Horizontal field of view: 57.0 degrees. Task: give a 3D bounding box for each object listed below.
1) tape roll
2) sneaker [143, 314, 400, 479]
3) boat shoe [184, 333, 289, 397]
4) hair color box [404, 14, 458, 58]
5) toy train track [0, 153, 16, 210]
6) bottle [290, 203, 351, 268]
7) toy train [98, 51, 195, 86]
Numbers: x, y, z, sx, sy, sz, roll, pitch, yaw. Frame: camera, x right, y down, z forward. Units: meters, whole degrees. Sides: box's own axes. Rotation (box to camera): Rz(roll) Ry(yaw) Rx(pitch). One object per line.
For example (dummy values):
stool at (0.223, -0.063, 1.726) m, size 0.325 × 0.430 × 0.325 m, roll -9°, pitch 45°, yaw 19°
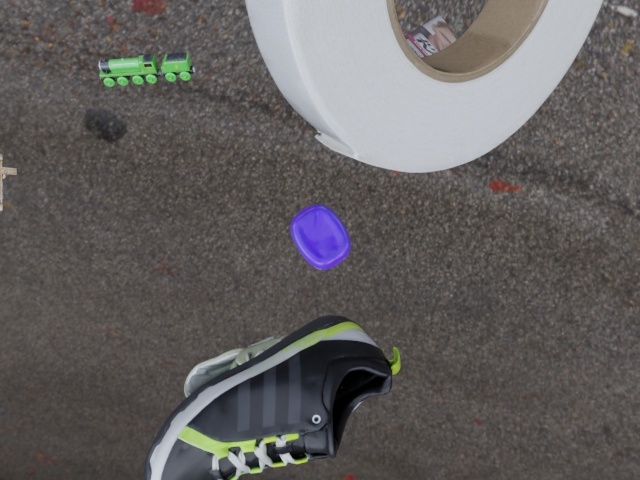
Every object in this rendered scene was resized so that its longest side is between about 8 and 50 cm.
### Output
tape roll at (0.116, -0.249, 0.512) m, size 0.072 × 0.392 × 0.392 m, roll 39°, pitch 154°, yaw 45°
sneaker at (-0.032, 0.147, 0.483) m, size 0.097 × 0.235 × 0.084 m, roll 35°, pitch 151°, yaw 40°
boat shoe at (-0.060, 0.166, 0.682) m, size 0.094 × 0.109 × 0.302 m, roll 22°, pitch 146°, yaw -31°
hair color box at (0.230, -0.356, 1.244) m, size 0.105 × 0.347 × 0.174 m, roll -37°, pitch 98°, yaw 34°
toy train track at (-0.464, -0.085, 0.850) m, size 0.048 × 0.083 × 0.014 m, roll 0°, pitch 174°, yaw -33°
bottle at (0.000, 0.000, 1.168) m, size 0.092 × 0.283 × 0.118 m, roll -33°, pitch 86°, yaw -2°
toy train at (-0.150, -0.147, 0.504) m, size 0.083 × 0.017 × 0.023 m, roll -4°, pitch 145°, yaw 2°
